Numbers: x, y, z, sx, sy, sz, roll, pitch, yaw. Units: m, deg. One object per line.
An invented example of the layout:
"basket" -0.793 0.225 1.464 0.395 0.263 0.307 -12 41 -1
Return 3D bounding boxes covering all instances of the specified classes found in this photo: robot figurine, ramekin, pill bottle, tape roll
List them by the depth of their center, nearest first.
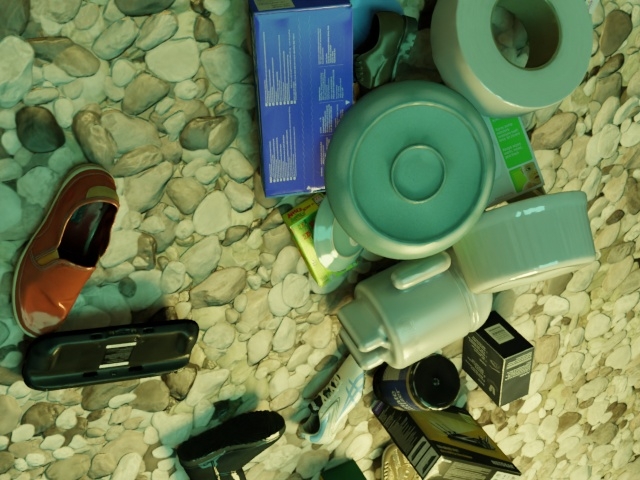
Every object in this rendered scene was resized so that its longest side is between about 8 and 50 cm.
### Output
"tape roll" 0.342 -0.364 1.644 0.286 0.100 0.286 2 85 -21
"ramekin" 0.391 0.010 1.773 0.277 0.135 0.277 -14 170 -3
"robot figurine" 0.211 0.135 1.935 0.353 0.200 0.300 -26 148 -13
"pill bottle" 0.203 0.314 2.037 0.122 0.219 0.123 4 78 -23

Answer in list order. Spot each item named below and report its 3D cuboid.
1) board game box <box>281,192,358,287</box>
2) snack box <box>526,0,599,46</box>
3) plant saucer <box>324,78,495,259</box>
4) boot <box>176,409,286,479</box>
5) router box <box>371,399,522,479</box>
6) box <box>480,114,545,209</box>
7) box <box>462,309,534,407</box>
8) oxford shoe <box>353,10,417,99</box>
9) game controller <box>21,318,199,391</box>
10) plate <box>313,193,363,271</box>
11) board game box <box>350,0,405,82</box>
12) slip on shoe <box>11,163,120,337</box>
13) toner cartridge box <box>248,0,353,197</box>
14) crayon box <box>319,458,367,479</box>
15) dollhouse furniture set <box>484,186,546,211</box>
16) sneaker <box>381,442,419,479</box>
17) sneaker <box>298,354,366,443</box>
"board game box" 0.000 0.000 1.821 0.092 0.043 0.181 -33 132 -8
"snack box" 0.464 -0.421 1.773 0.037 0.100 0.141 4 119 -33
"plant saucer" 0.164 -0.118 1.602 0.317 0.043 0.318 -3 102 -14
"boot" -0.177 0.493 2.017 0.246 0.094 0.207 -20 126 -9
"router box" 0.300 0.481 2.198 0.308 0.243 0.081 22 108 -40
"box" 0.247 -0.161 1.732 0.261 0.127 0.231 -21 94 -12
"box" 0.418 0.279 2.189 0.093 0.156 0.158 -18 129 -21
"oxford shoe" 0.085 -0.290 1.610 0.096 0.083 0.227 11 106 -22
"game controller" -0.382 0.209 1.706 0.319 0.067 0.166 -4 136 -29
"plate" 0.054 -0.029 1.794 0.188 0.024 0.188 -22 118 -47
"board game box" 0.068 -0.363 1.621 0.169 0.033 0.133 -49 128 6
"slip on shoe" -0.427 0.032 1.549 0.123 0.101 0.331 14 114 -39
"toner cartridge box" -0.030 -0.246 1.589 0.165 0.075 0.348 -6 125 -8
"crayon box" 0.117 0.772 2.240 0.106 0.313 0.363 -19 129 -19
"dollhouse furniture set" 0.356 -0.095 1.938 0.183 0.129 0.129 -35 138 28
"sneaker" 0.188 0.640 2.353 0.099 0.153 0.282 -15 97 -19
"sneaker" 0.028 0.353 2.057 0.086 0.085 0.237 18 108 -30
